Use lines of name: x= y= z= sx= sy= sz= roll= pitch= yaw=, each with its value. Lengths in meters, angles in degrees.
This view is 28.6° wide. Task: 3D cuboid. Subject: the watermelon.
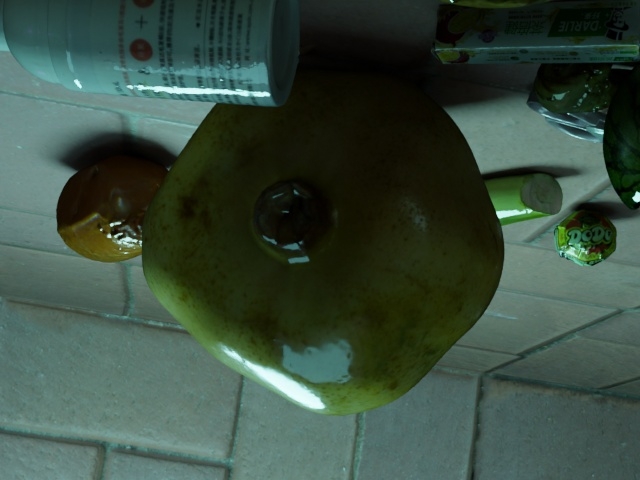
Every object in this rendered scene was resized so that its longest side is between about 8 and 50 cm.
watermelon: x=0.358 y=-0.130 z=1.228 sx=0.232 sy=0.127 sz=0.204 roll=-27 pitch=168 yaw=-34

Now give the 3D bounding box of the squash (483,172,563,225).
squash: x=0.233 y=-0.047 z=1.800 sx=0.083 sy=0.083 sz=0.250 roll=17 pitch=160 yaw=-34

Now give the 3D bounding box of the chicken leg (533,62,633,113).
chicken leg: x=0.309 y=-0.165 z=1.323 sx=0.178 sy=0.070 sz=0.093 roll=6 pitch=162 yaw=-23

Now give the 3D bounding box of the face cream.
face cream: x=-0.213 y=-0.217 z=1.231 sx=0.370 sy=0.145 sz=0.145 roll=7 pitch=166 yaw=10

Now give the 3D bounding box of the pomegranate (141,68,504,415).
pomegranate: x=0.000 y=0.000 z=1.438 sx=0.417 sy=0.416 sz=0.416 roll=7 pitch=166 yaw=2

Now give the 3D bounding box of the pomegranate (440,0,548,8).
pomegranate: x=0.087 y=-0.263 z=0.648 sx=0.281 sy=0.281 sz=0.281 roll=7 pitch=166 yaw=2

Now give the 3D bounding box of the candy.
candy: x=0.398 y=0.009 z=1.962 sx=0.091 sy=0.083 sz=0.305 roll=5 pitch=174 yaw=4

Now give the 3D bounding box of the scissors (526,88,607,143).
scissors: x=0.346 y=-0.119 z=1.399 sx=0.242 sy=0.030 sz=0.118 roll=23 pitch=178 yaw=39

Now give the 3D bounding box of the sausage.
sausage: x=-0.314 y=-0.045 z=1.928 sx=0.141 sy=0.153 sz=0.268 roll=15 pitch=165 yaw=-27

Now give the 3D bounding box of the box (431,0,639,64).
box: x=0.214 y=-0.204 z=1.232 sx=0.207 sy=0.049 sz=0.041 roll=2 pitch=166 yaw=21
